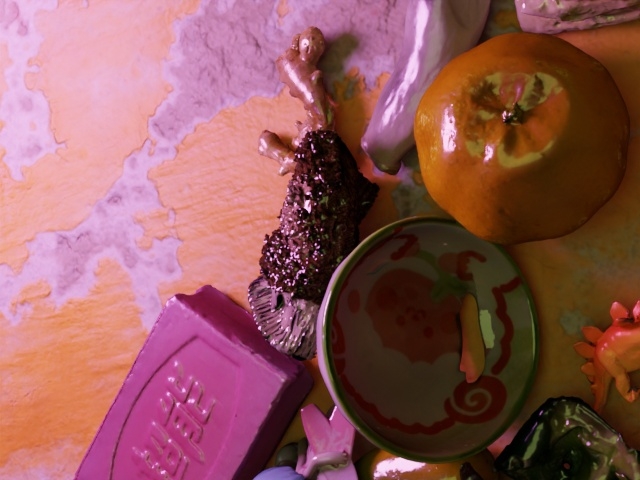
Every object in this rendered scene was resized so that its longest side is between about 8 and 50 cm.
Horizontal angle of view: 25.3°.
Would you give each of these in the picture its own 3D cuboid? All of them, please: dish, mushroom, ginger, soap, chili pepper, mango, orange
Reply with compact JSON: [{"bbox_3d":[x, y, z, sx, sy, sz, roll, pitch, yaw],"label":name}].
[{"bbox_3d":[0.125,0.131,1.902,0.124,0.324,0.324,-9,88,64],"label":"dish"},{"bbox_3d":[0.147,-0.252,1.938,0.109,0.097,0.351,32,108,38],"label":"mushroom"},{"bbox_3d":[-0.019,-0.188,2.040,0.176,0.052,0.193,48,116,15],"label":"ginger"},{"bbox_3d":[-0.183,0.276,2.088,0.233,0.128,0.359,34,105,18],"label":"soap"},{"bbox_3d":[0.375,0.315,1.864,0.264,0.116,0.148,34,99,16],"label":"chili pepper"},{"bbox_3d":[0.130,0.346,1.969,0.251,0.114,0.156,-17,84,33],"label":"mango"},{"bbox_3d":[0.256,-0.131,1.826,0.279,0.235,0.279,0,90,15],"label":"orange"}]

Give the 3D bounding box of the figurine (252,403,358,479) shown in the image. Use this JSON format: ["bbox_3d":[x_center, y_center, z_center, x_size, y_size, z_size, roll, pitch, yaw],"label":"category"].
[{"bbox_3d":[-0.026,0.302,1.996,0.205,0.103,0.260,5,55,56],"label":"figurine"}]

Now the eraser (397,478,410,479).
[{"bbox_3d":[0.051,0.489,1.931,0.397,0.082,0.213,-41,59,43],"label":"eraser"}]

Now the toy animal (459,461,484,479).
[{"bbox_3d":[0.242,0.361,1.881,0.202,0.105,0.070,46,153,-22],"label":"toy animal"}]

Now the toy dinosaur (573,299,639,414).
[{"bbox_3d":[0.394,0.144,1.866,0.117,0.070,0.288,45,122,4],"label":"toy dinosaur"}]

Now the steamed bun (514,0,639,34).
[{"bbox_3d":[0.421,-0.421,1.777,0.428,0.189,0.247,-11,81,23],"label":"steamed bun"}]

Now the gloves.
[{"bbox_3d":[-0.006,-0.004,1.967,0.135,0.210,0.312,17,123,-3],"label":"gloves"}]
